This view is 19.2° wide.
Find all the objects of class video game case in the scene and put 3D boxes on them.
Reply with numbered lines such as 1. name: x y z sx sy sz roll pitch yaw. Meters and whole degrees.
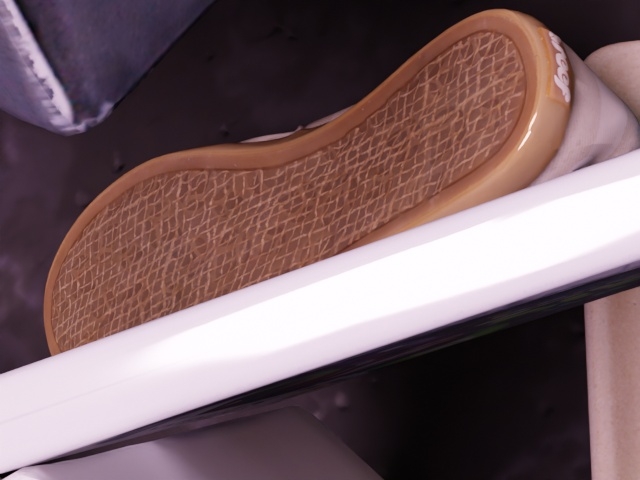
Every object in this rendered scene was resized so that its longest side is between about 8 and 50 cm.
1. video game case: 0.042 0.009 0.428 0.190 0.173 0.022 -20 84 17

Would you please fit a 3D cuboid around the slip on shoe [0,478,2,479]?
1. slip on shoe: -0.157 0.095 0.603 0.331 0.101 0.123 40 93 22

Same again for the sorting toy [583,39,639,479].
1. sorting toy: 0.166 0.012 0.482 0.208 0.038 0.193 -11 66 26

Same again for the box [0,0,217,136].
1. box: -0.138 -0.326 0.535 0.472 0.297 0.480 16 52 35

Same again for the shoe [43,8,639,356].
1. shoe: 0.000 0.000 0.568 0.219 0.058 0.076 -24 63 39

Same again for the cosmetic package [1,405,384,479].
1. cosmetic package: -0.123 0.255 0.413 0.161 0.230 0.453 44 95 10
